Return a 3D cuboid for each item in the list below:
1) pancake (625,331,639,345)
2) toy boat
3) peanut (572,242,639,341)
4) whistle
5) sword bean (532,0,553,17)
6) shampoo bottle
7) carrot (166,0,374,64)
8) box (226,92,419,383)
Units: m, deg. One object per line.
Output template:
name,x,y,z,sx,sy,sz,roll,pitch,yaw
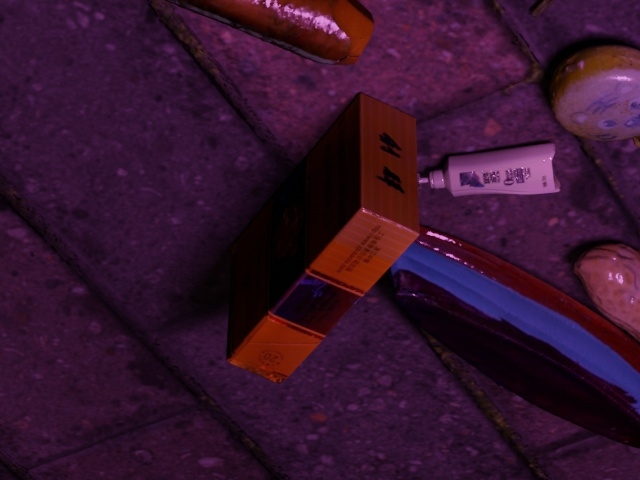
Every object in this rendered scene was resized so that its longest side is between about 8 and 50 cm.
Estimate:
pancake,0.410,0.104,1.983,0.184,0.020,0.190,-21,131,20
toy boat,0.202,0.099,1.942,0.392,0.079,0.136,31,138,-31
peanut,0.319,0.060,1.886,0.174,0.080,0.080,35,128,-17
whistle,0.288,-0.115,1.735,0.198,0.057,0.104,23,143,-32
sword bean,0.204,-0.217,1.651,0.012,0.012,0.083,21,132,-20
shampoo bottle,0.148,-0.060,1.802,0.141,0.034,0.049,-6,142,8
carrot,-0.080,-0.211,1.623,0.260,0.070,0.070,19,133,-16
box,-0.001,0.000,1.779,0.070,0.152,0.237,22,132,-21
